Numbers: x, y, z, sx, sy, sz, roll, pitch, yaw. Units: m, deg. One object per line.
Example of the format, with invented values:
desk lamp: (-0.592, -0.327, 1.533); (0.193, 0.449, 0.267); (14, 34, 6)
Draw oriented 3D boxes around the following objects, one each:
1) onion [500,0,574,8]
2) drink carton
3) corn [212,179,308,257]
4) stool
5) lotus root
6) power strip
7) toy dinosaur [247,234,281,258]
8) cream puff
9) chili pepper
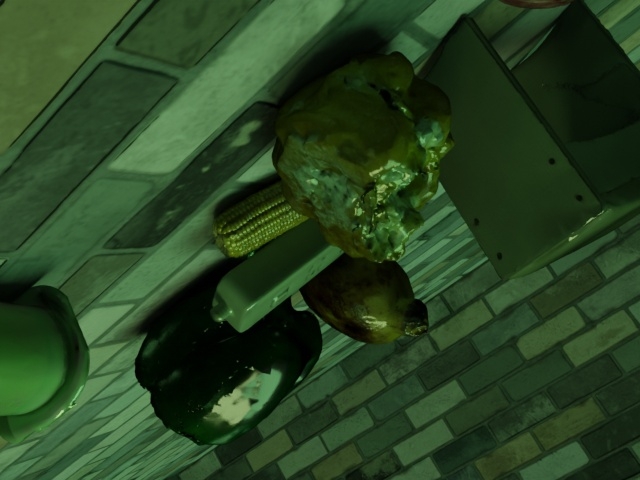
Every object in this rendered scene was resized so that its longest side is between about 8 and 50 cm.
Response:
onion: (0.261, -0.299, 0.594); (0.284, 0.120, 0.227); (-34, 170, 8)
drink carton: (-0.338, 0.117, 0.716); (0.144, 0.146, 0.142); (-36, 156, 15)
corn: (-0.056, -0.037, 0.903); (0.165, 0.063, 0.085); (-28, 153, -18)
stool: (0.275, -0.127, 0.876); (0.244, 0.269, 0.170); (-20, 162, -37)
lotus root: (0.053, 0.071, 1.103); (0.141, 0.314, 0.169); (-44, 123, -9)
power strip: (0.000, 0.000, 0.987); (0.385, 0.062, 0.091); (-38, 166, -32)
toy dinosaur: (-0.053, -0.007, 1.040); (0.132, 0.059, 0.096); (-34, 159, -27)
cream puff: (0.050, -0.098, 0.752); (0.195, 0.194, 0.221); (-26, 152, -21)
chili pepper: (-0.136, 0.174, 1.122); (0.257, 0.233, 0.248); (-42, 179, 24)
